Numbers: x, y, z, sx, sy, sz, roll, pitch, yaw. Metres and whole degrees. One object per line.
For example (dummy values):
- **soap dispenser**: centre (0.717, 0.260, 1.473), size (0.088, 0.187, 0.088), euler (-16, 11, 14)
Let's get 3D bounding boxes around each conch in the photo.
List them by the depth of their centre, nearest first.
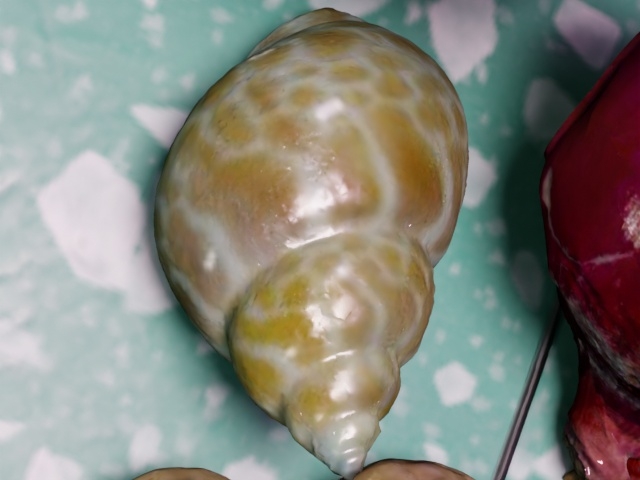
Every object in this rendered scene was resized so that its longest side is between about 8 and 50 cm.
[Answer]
- **conch**: centre (0.001, -0.015, 0.619), size (0.173, 0.106, 0.116), euler (-48, 121, -32)

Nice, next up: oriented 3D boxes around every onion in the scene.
- **onion**: centre (0.147, 0.008, 0.654), size (0.140, 0.218, 0.195), euler (43, 27, 15)

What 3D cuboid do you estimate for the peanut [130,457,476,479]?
- **peanut**: centre (-0.030, 0.131, 0.600), size (0.227, 0.085, 0.104), euler (-1, 75, -22)
